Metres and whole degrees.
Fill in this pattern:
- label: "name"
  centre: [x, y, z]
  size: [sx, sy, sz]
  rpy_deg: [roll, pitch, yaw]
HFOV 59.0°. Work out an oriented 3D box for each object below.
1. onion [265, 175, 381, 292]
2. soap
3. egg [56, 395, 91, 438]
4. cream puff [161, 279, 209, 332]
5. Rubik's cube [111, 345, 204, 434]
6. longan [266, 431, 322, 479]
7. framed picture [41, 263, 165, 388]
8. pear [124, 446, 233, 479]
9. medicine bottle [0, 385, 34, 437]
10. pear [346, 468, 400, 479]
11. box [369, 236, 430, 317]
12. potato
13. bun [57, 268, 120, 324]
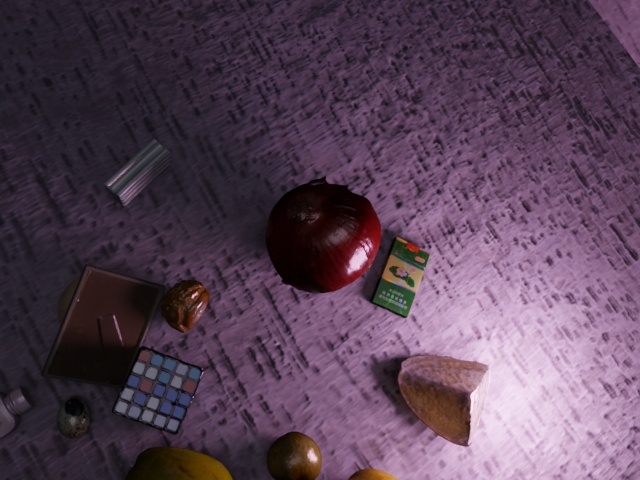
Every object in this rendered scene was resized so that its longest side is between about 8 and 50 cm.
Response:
- label: "onion"
  centre: [-0.001, 0.003, 1.660]
  size: [0.341, 0.341, 0.341]
  rpy_deg: [3, 78, -13]
- label: "soap"
  centre: [-0.538, -0.199, 1.673]
  size: [0.066, 0.119, 0.198]
  rpy_deg: [43, 73, -2]
- label: "egg"
  centre: [-0.665, 0.476, 1.525]
  size: [0.085, 0.085, 0.110]
  rpy_deg: [2, 72, -13]
- label: "cream puff"
  centre: [-0.391, 0.182, 1.615]
  size: [0.115, 0.150, 0.165]
  rpy_deg: [30, 112, 5]
- label: "Rubik's cube"
  centre: [-0.437, 0.406, 1.541]
  size: [0.182, 0.187, 0.184]
  rpy_deg: [23, 72, -7]
- label: "longan"
  centre: [-0.073, 0.631, 1.596]
  size: [0.155, 0.145, 0.176]
  rpy_deg: [-3, 53, 1]
- label: "framed picture"
  centre: [-0.581, 0.241, 1.533]
  size: [0.232, 0.024, 0.315]
  rpy_deg: [23, 88, -36]
- label: "pear"
  centre: [-0.368, 0.672, 1.476]
  size: [0.307, 0.253, 0.253]
  rpy_deg: [29, 74, 1]
- label: "medicine bottle"
  centre: [-0.861, 0.464, 1.491]
  size: [0.183, 0.069, 0.119]
  rpy_deg: [-32, 85, -18]
- label: "pear"
  centre: [0.148, 0.795, 1.542]
  size: [0.314, 0.314, 0.314]
  rpy_deg: [3, 78, -13]
- label: "box"
  centre: [0.260, 0.119, 1.839]
  size: [0.132, 0.034, 0.235]
  rpy_deg: [25, 74, -7]
- label: "potato"
  centre: [0.378, 0.477, 1.768]
  size: [0.264, 0.211, 0.189]
  rpy_deg: [15, 114, 22]
- label: "bun"
  centre: [-0.622, 0.184, 1.572]
  size: [0.222, 0.127, 0.222]
  rpy_deg: [4, 76, -14]
